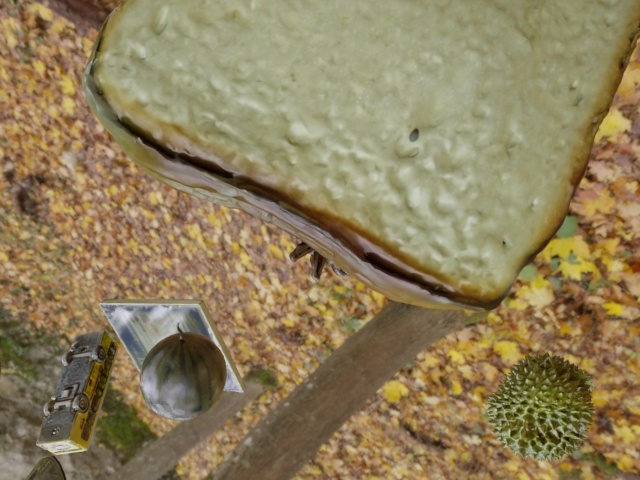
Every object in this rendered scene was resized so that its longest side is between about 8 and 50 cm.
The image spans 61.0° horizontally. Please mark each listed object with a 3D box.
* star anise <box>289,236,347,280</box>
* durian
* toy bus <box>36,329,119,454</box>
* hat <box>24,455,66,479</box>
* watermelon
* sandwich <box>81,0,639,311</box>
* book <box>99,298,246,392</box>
[{"bbox_3d":[-0.001,0.002,0.832,0.141,0.141,0.042,57,144,3],"label":"star anise"},{"bbox_3d":[0.470,0.364,1.165,0.200,0.176,0.236,35,118,9],"label":"durian"},{"bbox_3d":[-0.445,0.276,1.012,0.226,0.081,0.074,-93,-16,-46],"label":"toy bus"},{"bbox_3d":[-0.400,0.371,0.731,0.146,0.067,0.145,-9,76,42],"label":"hat"},{"bbox_3d":[-0.169,0.157,0.673,0.105,0.105,0.133,32,124,46],"label":"watermelon"},{"bbox_3d":[0.036,-0.117,0.356,0.301,0.271,0.099,28,176,-5],"label":"sandwich"},{"bbox_3d":[-0.318,0.220,1.153,0.323,0.018,0.228,-3,119,34],"label":"book"}]
